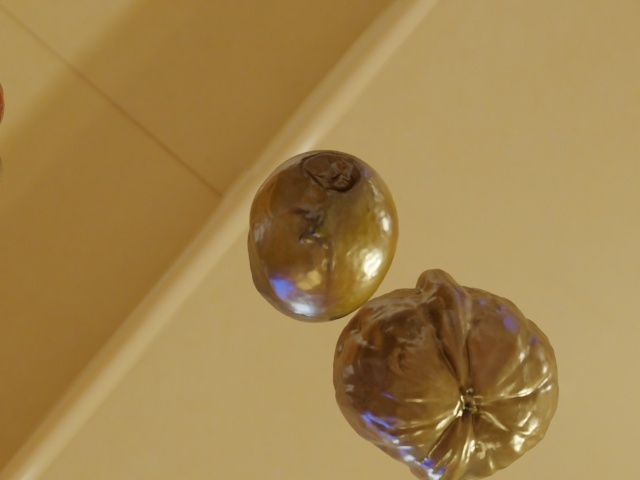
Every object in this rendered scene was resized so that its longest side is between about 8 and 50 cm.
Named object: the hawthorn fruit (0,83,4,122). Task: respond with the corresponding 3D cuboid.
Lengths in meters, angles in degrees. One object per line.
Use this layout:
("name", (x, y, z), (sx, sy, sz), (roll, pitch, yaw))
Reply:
("hawthorn fruit", (-0.356, -0.145, 1.249), (0.093, 0.093, 0.093), (-49, -175, 6))

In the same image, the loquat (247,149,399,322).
("loquat", (0.000, 0.000, 1.492), (0.179, 0.179, 0.227), (-54, 164, -43))

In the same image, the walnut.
("walnut", (0.161, 0.179, 1.646), (0.285, 0.296, 0.285), (180, -90, -81))

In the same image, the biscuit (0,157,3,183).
("biscuit", (-0.433, -0.079, 1.041), (0.394, 0.350, 0.070), (-30, -119, 47))
